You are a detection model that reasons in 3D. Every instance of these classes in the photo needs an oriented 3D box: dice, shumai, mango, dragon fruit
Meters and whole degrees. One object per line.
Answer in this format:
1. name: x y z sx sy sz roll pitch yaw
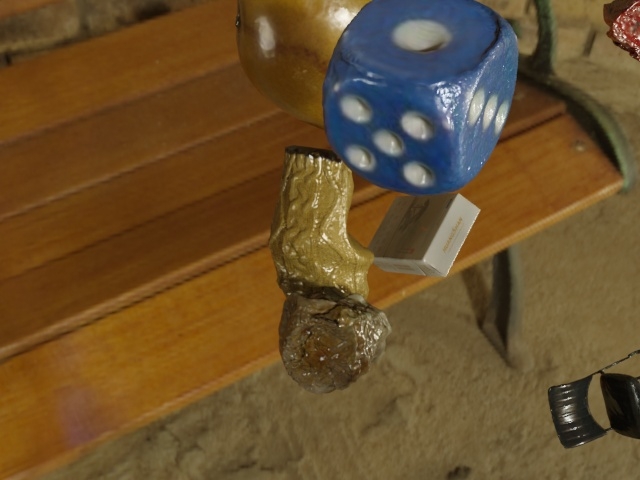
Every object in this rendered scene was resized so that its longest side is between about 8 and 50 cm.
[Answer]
1. dice: 0.092 -0.137 0.884 0.143 0.146 0.146 20 55 23
2. shumai: 0.025 0.142 1.665 0.184 0.218 0.185 11 43 24
3. mango: 0.049 -0.280 1.384 0.378 0.263 0.221 22 26 -14
4. dragon fruit: 0.600 -0.372 1.755 0.192 0.092 0.122 37 91 -17

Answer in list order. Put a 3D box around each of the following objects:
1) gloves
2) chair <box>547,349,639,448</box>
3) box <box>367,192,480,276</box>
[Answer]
1. gloves: -0.012 -0.003 1.775 0.155 0.356 0.203 -22 22 -37
2. chair: 0.550 0.300 1.761 0.221 0.145 0.140 -15 93 -15
3. box: 0.190 -0.012 1.846 0.067 0.233 0.149 32 78 -22
